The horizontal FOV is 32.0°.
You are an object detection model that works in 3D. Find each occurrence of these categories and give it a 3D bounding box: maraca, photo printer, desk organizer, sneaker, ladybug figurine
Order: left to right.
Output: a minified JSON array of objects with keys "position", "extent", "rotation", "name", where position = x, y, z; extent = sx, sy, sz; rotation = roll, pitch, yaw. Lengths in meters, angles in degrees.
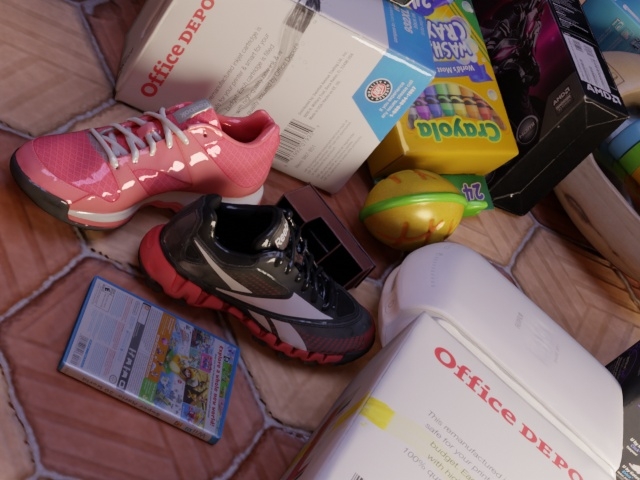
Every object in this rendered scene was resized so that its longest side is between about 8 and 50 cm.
[{"position":[-0.173,-0.098,1.164],"extent":[0.313,0.136,0.116],"rotation":[-3,46,-44],"name":"sneaker"},{"position":[-0.044,0.038,1.155],"extent":[0.276,0.135,0.098],"rotation":[28,37,-19],"name":"sneaker"},{"position":[0.000,0.000,1.304],"extent":[0.050,0.047,0.130],"rotation":[-24,71,-48],"name":"desk organizer"},{"position":[0.128,-0.036,1.394],"extent":[0.185,0.127,0.099],"rotation":[3,76,-48],"name":"maraca"},{"position":[0.200,0.134,1.265],"extent":[0.307,0.107,0.256],"rotation":[42,22,1],"name":"photo printer"},{"position":[0.501,-0.092,1.689],"extent":[0.305,0.162,0.449],"rotation":[-28,69,-9],"name":"ladybug figurine"}]

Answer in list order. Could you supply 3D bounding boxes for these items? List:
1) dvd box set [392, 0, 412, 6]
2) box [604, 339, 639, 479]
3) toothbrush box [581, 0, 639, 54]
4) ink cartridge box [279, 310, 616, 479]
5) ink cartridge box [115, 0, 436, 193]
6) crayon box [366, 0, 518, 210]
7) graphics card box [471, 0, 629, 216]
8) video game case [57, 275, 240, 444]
[{"position":[-0.012,-0.505,1.369],"extent":[0.307,0.062,0.420],"rotation":[21,48,-27],"name":"dvd box set"},{"position":[0.461,0.178,1.349],"extent":[0.143,0.270,0.165],"rotation":[41,38,-1],"name":"box"},{"position":[0.513,-0.255,1.868],"extent":[0.295,0.216,0.126],"rotation":[47,37,8],"name":"toothbrush box"},{"position":[0.092,0.286,1.008],"extent":[0.279,0.160,0.385],"rotation":[43,37,0],"name":"ink cartridge box"},{"position":[-0.055,-0.219,1.322],"extent":[0.307,0.223,0.129],"rotation":[23,41,-23],"name":"ink cartridge box"},{"position":[0.142,-0.200,1.509],"extent":[0.203,0.083,0.323],"rotation":[-4,72,-34],"name":"crayon box"},{"position":[0.298,-0.247,1.655],"extent":[0.094,0.233,0.371],"rotation":[18,44,-30],"name":"graphics card box"},{"position":[-0.160,0.114,1.076],"extent":[0.166,0.015,0.119],"rotation":[29,38,-16],"name":"video game case"}]
